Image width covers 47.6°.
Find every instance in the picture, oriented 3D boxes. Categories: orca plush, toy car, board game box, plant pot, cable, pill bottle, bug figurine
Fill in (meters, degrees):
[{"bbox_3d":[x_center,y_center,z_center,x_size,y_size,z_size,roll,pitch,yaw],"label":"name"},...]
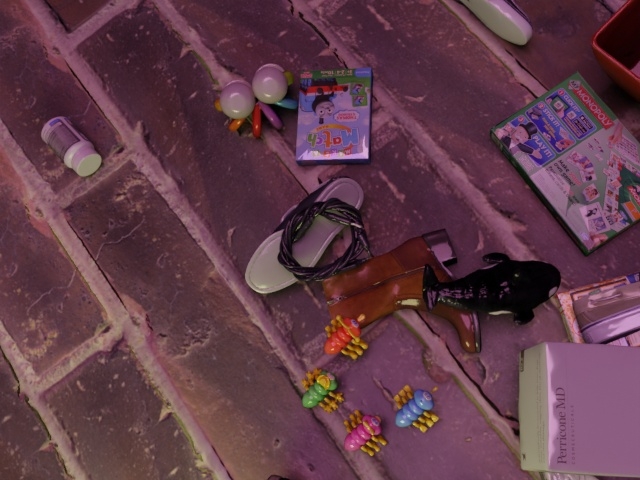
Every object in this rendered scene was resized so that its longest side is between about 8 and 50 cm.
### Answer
[{"bbox_3d":[0.330,0.063,1.331,0.287,0.102,0.151,9,56,-13],"label":"orca plush"},{"bbox_3d":[-0.130,-0.297,1.576,0.182,0.159,0.136,-25,107,4],"label":"toy car"},{"bbox_3d":[0.031,-0.269,1.577,0.160,0.039,0.211,0,77,11],"label":"board game box"},{"bbox_3d":[0.689,-0.341,1.348,0.267,0.236,0.267,-45,72,6],"label":"plant pot"},{"bbox_3d":[0.559,0.144,1.359,0.194,0.045,0.146,-15,73,7],"label":"board game box"},{"bbox_3d":[0.000,0.000,1.429,0.185,0.047,0.150,-18,93,-1],"label":"cable"},{"bbox_3d":[-0.569,-0.214,1.664,0.078,0.078,0.137,-45,71,-2],"label":"pill bottle"},{"bbox_3d":[0.519,-0.155,1.444,0.214,0.046,0.317,-33,72,1],"label":"board game box"},{"bbox_3d":[0.078,0.283,1.380,0.279,0.072,0.216,43,105,17],"label":"bug figurine"}]

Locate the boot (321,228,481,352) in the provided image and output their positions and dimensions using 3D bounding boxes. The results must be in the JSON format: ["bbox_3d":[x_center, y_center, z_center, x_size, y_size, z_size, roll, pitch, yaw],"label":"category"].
[{"bbox_3d":[0.155,0.134,1.420,0.281,0.096,0.264,-21,75,7],"label":"boot"}]

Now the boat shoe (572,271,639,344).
[{"bbox_3d":[0.598,0.093,1.285,0.302,0.109,0.094,-23,71,6],"label":"boat shoe"}]

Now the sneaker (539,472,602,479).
[{"bbox_3d":[0.466,0.468,1.274,0.115,0.090,0.232,-15,74,4],"label":"sneaker"}]

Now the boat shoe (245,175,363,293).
[{"bbox_3d":[-0.035,-0.012,1.500,0.302,0.091,0.114,-40,105,-2],"label":"boat shoe"}]

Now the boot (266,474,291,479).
[{"bbox_3d":[0.016,0.622,1.298,0.284,0.138,0.377,0,80,13],"label":"boot"}]

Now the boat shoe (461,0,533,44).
[{"bbox_3d":[0.359,-0.541,1.551,0.102,0.108,0.301,-41,65,1],"label":"boat shoe"}]

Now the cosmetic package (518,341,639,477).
[{"bbox_3d":[0.542,0.291,1.226,0.385,0.156,0.217,2,75,-3],"label":"cosmetic package"}]
